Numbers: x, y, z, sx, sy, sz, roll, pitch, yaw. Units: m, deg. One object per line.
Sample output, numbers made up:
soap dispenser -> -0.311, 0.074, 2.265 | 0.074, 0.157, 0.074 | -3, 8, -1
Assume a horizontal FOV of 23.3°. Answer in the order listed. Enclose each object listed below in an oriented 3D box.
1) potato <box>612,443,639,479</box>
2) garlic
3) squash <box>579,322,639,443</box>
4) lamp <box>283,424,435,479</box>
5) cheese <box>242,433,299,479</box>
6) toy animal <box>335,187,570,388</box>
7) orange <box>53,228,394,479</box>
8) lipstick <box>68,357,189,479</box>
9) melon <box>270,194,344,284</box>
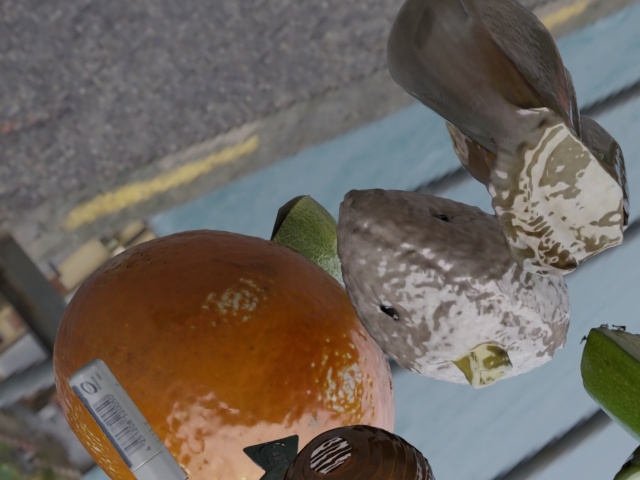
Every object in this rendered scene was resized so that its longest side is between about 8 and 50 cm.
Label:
potato -> 0.389, 0.218, 1.227 | 0.213, 0.280, 0.330 | -44, 150, -38
garlic -> 0.168, -0.118, 1.394 | 0.132, 0.279, 0.325 | -33, -152, 13
squash -> 0.427, 0.212, 1.747 | 0.203, 0.288, 0.111 | 11, 109, -46
lamp -> 0.032, 0.217, 1.273 | 0.136, 0.136, 0.136 | -38, 163, -14
cheese -> -0.035, 0.234, 1.529 | 0.067, 0.121, 0.026 | -11, 121, -13
toy animal -> 0.151, 0.060, 1.638 | 0.188, 0.226, 0.358 | -66, 153, -1
orange -> -0.109, 0.170, 1.860 | 0.326, 0.424, 0.424 | -54, 168, -22
lipstick -> -0.178, 0.173, 1.425 | 0.040, 0.141, 0.040 | -37, 178, -2
melon -> 0.000, 0.000, 2.087 | 0.079, 0.128, 0.160 | -53, 171, 7
